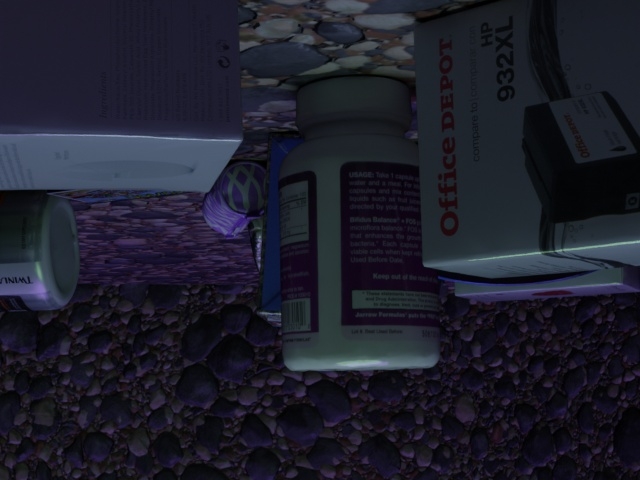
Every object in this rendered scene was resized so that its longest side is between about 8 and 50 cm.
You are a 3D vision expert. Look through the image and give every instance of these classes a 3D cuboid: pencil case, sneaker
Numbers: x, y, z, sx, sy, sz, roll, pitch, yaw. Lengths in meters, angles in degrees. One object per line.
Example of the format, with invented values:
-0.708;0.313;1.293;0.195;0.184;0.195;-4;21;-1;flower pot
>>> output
-0.126;-0.058;1.566;0.086;0.088;0.206;-2;172;-12;pencil case
-0.078;0.001;1.993;0.110;0.107;0.275;-11;173;-4;sneaker

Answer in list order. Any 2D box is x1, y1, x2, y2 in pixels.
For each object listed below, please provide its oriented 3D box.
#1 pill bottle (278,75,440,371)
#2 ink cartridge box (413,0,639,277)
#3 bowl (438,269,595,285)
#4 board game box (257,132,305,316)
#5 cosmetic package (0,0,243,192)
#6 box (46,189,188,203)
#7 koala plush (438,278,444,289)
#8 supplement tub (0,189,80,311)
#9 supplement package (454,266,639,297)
0.040;-0.013;1.125;0.169;0.301;0.169;-1;172;0;pill bottle
0.237;-0.094;0.865;0.308;0.223;0.129;-8;170;39;ink cartridge box
0.271;-0.032;1.501;0.391;0.077;0.391;2;156;1;bowl
0.000;0.000;1.446;0.141;0.232;0.291;3;173;2;board game box
-0.191;-0.124;0.865;0.225;0.138;0.224;-1;173;-13;cosmetic package
-0.274;-0.086;1.509;0.207;0.036;0.114;-5;172;25;box
0.114;0.019;1.904;0.221;0.203;0.196;8;175;17;koala plush
-0.550;0.017;1.634;0.316;0.193;0.193;-3;172;3;supplement tub
0.399;0.011;1.865;0.293;0.175;0.177;-6;170;26;supplement package
